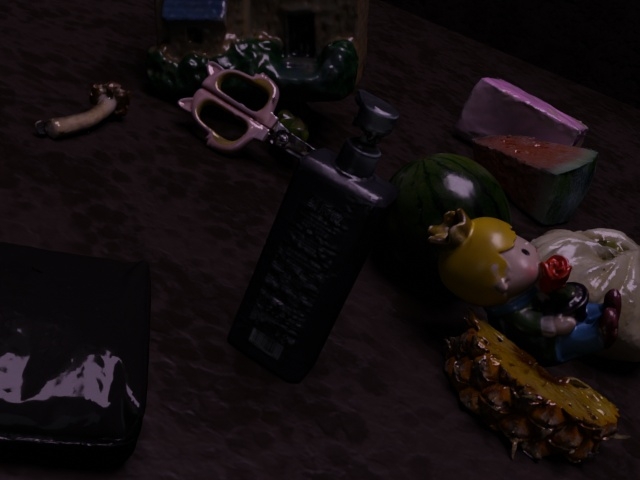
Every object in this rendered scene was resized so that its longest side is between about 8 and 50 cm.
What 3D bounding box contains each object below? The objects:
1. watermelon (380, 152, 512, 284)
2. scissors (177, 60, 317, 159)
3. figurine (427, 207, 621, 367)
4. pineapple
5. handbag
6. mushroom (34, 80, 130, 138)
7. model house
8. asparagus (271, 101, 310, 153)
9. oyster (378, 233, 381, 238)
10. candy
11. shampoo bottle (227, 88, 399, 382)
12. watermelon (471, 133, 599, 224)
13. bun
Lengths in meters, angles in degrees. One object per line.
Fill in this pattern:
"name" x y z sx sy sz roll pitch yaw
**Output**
"watermelon" 0.181 -0.018 1.080 0.188 0.214 0.188 -20 11 4
"scissors" -0.081 -0.179 1.218 0.317 0.160 0.024 32 -13 12
"figurine" 0.252 0.047 0.932 0.127 0.185 0.234 -43 110 -42
"pineapple" 0.240 0.184 0.869 0.233 0.079 0.135 29 31 12
"handbag" -0.264 0.079 0.671 0.223 0.080 0.247 13 29 -18
"mushroom" -0.346 -0.194 1.114 0.060 0.061 0.187 31 32 4
"model house" -0.098 -0.458 1.360 0.382 0.342 0.334 6 26 6
"asparagus" -0.058 -0.221 1.359 0.080 0.080 0.287 18 31 -9
"oyster" 0.074 -0.042 1.172 0.146 0.045 0.121 11 26 -36
"candy" 0.456 -0.250 1.708 0.265 0.155 0.116 35 25 21
"shampoo bottle" 0.001 0.000 0.760 0.098 0.309 0.071 32 30 14
"watermelon" 0.432 -0.149 1.567 0.193 0.139 0.257 -13 34 -41
"bun" 0.418 0.067 1.124 0.259 0.160 0.259 21 28 -12
